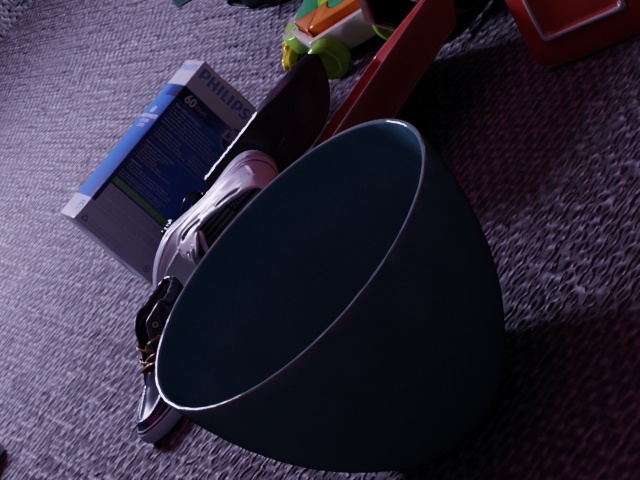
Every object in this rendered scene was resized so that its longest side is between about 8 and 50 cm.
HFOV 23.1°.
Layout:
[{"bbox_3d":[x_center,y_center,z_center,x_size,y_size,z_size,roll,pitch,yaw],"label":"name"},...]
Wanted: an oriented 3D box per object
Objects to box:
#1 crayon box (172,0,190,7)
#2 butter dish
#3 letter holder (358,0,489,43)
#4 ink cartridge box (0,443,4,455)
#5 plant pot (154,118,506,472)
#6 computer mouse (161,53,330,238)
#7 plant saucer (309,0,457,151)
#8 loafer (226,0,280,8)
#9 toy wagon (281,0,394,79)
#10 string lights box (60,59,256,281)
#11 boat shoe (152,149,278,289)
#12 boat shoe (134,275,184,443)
[{"bbox_3d":[-0.080,-0.484,2.352,0.323,0.083,0.203,-42,13,-35],"label":"crayon box"},{"bbox_3d":[0.262,-0.273,1.531,0.160,0.160,0.118,-20,11,45],"label":"butter dish"},{"bbox_3d":[0.195,-0.376,1.770,0.214,0.152,0.302,21,66,29],"label":"letter holder"},{"bbox_3d":[-0.511,0.335,1.977,0.224,0.056,0.181,-18,36,46],"label":"ink cartridge box"},{"bbox_3d":[0.037,0.074,1.265,0.290,0.195,0.290,-38,25,21],"label":"plant pot"},{"bbox_3d":[-0.065,-0.101,1.826,0.272,0.072,0.188,-49,-1,31],"label":"computer mouse"},{"bbox_3d":[0.048,-0.136,1.684,0.259,0.047,0.258,-56,4,-21],"label":"plant saucer"},{"bbox_3d":[-0.085,-0.380,2.347,0.078,0.076,0.223,-46,16,-11],"label":"loafer"},{"bbox_3d":[0.053,-0.323,2.026,0.344,0.068,0.267,-26,31,41],"label":"toy wagon"},{"bbox_3d":[-0.193,-0.090,1.998,0.260,0.133,0.076,-51,23,-11],"label":"string lights box"},{"bbox_3d":[-0.125,-0.002,1.760,0.226,0.083,0.076,-58,17,27],"label":"boat shoe"},{"bbox_3d":[-0.173,0.126,1.685,0.065,0.083,0.183,-25,32,42],"label":"boat shoe"}]
